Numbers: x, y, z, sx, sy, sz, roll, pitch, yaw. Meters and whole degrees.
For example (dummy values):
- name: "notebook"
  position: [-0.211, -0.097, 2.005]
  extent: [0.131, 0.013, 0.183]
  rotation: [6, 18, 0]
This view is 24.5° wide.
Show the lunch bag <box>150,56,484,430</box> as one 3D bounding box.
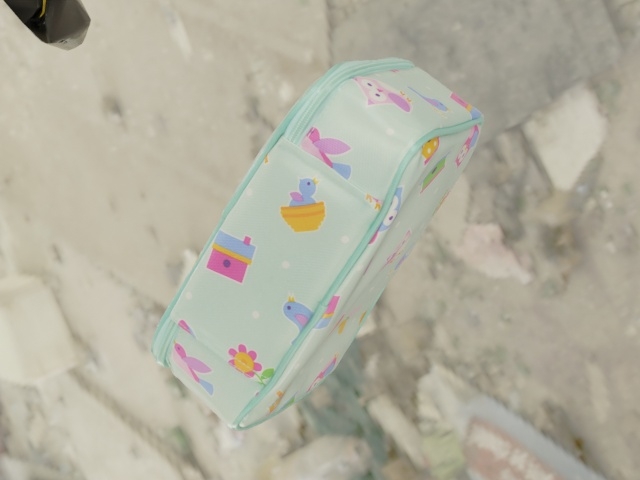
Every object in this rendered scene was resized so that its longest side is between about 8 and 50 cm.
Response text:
- name: "lunch bag"
  position: [0.000, 0.000, 1.085]
  extent: [0.108, 0.224, 0.279]
  rotation: [36, 111, 10]

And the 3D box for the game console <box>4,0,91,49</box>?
- name: "game console"
  position: [-0.288, -0.280, 1.021]
  extent: [0.361, 0.044, 0.213]
  rotation: [50, 180, -7]
